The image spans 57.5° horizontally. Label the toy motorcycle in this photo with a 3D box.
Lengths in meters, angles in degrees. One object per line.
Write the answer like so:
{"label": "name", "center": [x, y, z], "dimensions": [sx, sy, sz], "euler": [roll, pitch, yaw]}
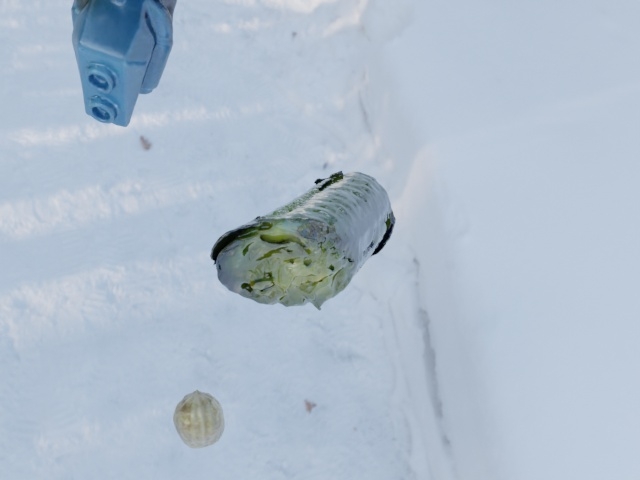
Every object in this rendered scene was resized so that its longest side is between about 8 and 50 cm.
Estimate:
{"label": "toy motorcycle", "center": [-0.191, -0.261, 0.522], "dimensions": [0.172, 0.416, 0.232], "euler": [20, 57, -8]}

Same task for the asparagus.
{"label": "asparagus", "center": [0.000, 0.000, 0.665], "dimensions": [0.128, 0.108, 0.382], "euler": [69, 20, -7]}

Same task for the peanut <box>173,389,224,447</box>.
{"label": "peanut", "center": [-0.347, 0.518, 1.685], "dimensions": [0.140, 0.325, 0.153], "euler": [-19, 73, -13]}
